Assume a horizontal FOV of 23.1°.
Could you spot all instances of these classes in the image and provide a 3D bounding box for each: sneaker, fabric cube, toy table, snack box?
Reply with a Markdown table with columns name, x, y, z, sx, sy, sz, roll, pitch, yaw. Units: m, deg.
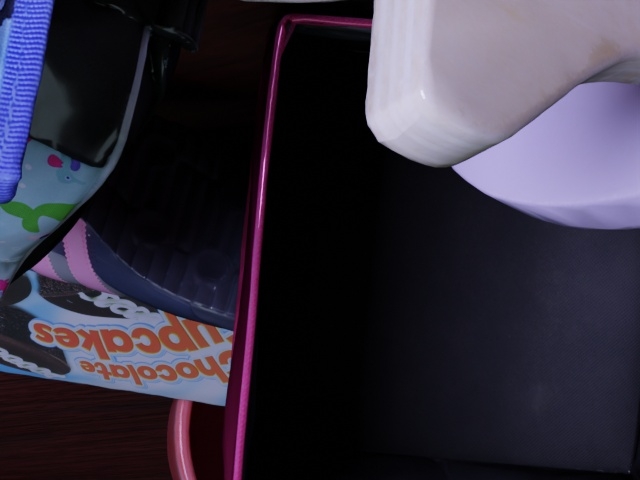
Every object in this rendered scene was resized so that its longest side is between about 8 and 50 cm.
| name | x | y | z | sx | sy | sz | roll | pitch | yaw |
| --- | --- | --- | --- | --- | --- | --- | --- | --- | --- |
| sneaker | -0.156 | -0.023 | 0.980 | 0.319 | 0.112 | 0.131 | 27 | 151 | -4 |
| fabric cube | 0.087 | 0.025 | 0.798 | 0.259 | 0.254 | 0.258 | 5 | -175 | -4 |
| toy table | 0.092 | -0.119 | 0.512 | 0.160 | 0.252 | 0.274 | 23 | 137 | -32 |
| snack box | -0.132 | 0.031 | 1.103 | 0.321 | 0.060 | 0.187 | 7 | 138 | 15 |

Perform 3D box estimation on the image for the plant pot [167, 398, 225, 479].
| name | x | y | z | sx | sy | sz | roll | pitch | yaw |
| --- | --- | --- | --- | --- | --- | --- | --- | --- | --- |
| plant pot | -0.015 | 0.173 | 1.356 | 0.274 | 0.275 | 0.243 | 10 | 168 | -16 |

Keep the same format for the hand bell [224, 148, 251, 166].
| name | x | y | z | sx | sy | sz | roll | pitch | yaw |
| --- | --- | --- | --- | --- | --- | --- | --- | --- | --- |
| hand bell | 0.000 | 0.000 | 1.119 | 0.242 | 0.126 | 0.126 | 33 | 147 | -32 |

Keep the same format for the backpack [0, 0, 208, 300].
| name | x | y | z | sx | sy | sz | roll | pitch | yaw |
| --- | --- | --- | --- | --- | --- | --- | --- | --- | --- |
| backpack | -0.158 | -0.097 | 0.675 | 0.191 | 0.225 | 0.253 | 13 | 155 | -13 |

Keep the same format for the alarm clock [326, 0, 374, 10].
| name | x | y | z | sx | sy | sz | roll | pitch | yaw |
| --- | --- | --- | --- | --- | --- | --- | --- | --- | --- |
| alarm clock | 0.041 | -0.152 | 0.719 | 0.129 | 0.064 | 0.192 | -14 | 151 | 39 |

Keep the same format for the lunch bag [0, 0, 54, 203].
| name | x | y | z | sx | sy | sz | roll | pitch | yaw |
| --- | --- | --- | --- | --- | --- | --- | --- | --- | --- |
| lunch bag | -0.181 | -0.144 | 0.455 | 0.220 | 0.293 | 0.138 | 11 | 158 | -17 |
